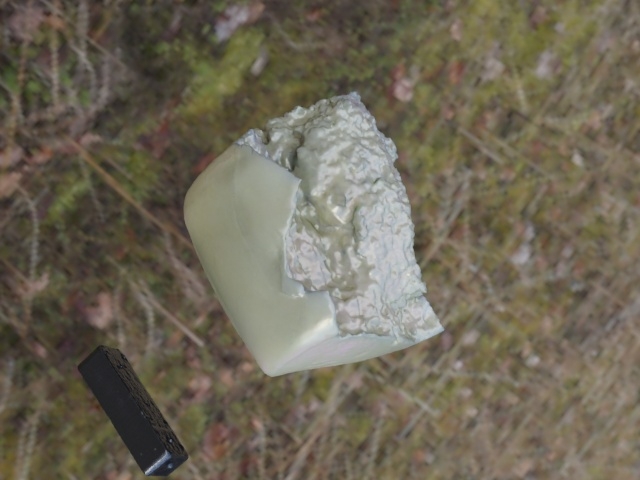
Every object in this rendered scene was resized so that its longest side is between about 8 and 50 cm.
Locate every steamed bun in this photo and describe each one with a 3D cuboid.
[{"bbox_3d":[0.000,0.000,1.117,0.200,0.225,0.170,-28,162,-4],"label":"steamed bun"}]

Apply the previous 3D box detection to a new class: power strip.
[{"bbox_3d":[-0.144,0.131,1.006,0.029,0.111,0.038,-42,155,10],"label":"power strip"}]
